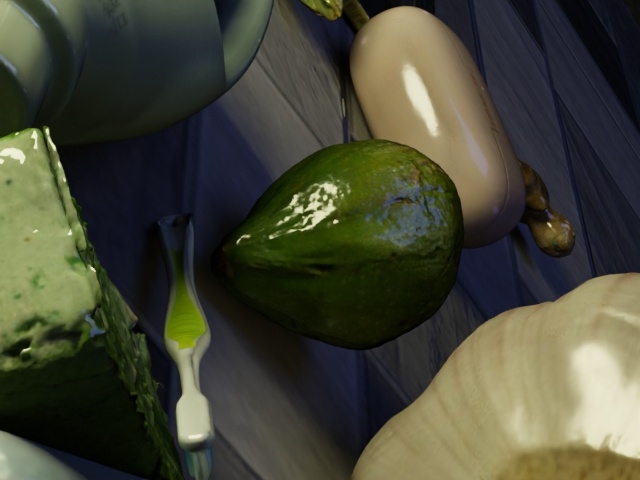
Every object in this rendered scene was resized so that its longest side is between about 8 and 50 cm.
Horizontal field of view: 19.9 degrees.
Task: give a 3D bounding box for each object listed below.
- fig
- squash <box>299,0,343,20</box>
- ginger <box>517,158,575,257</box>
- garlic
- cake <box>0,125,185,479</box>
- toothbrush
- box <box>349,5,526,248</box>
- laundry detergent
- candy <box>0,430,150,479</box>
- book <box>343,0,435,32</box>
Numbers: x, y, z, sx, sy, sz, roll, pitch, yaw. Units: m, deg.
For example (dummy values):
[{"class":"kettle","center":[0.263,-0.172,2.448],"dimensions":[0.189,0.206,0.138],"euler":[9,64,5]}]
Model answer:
[{"class":"fig","center":[0.000,0.000,1.033],"dimensions":[0.156,0.123,0.123],"euler":[6,54,-37]},{"class":"squash","center":[-0.031,-0.305,1.370],"dimensions":[0.137,0.137,0.287],"euler":[27,61,-61]},{"class":"ginger","center":[0.159,-0.071,1.664],"dimensions":[0.193,0.052,0.176],"euler":[59,16,15]},{"class":"garlic","center":[0.186,0.163,0.991],"dimensions":[0.317,0.317,0.259],"euler":[65,15,5]},{"class":"cake","center":[-0.118,0.059,0.748],"dimensions":[0.235,0.099,0.100],"euler":[75,-3,-64]},{"class":"toothbrush","center":[-0.064,0.036,0.857],"dimensions":[0.263,0.022,0.026],"euler":[-105,-172,-65]},{"class":"box","center":[0.092,-0.089,1.436],"dimensions":[0.146,0.088,0.200],"euler":[20,45,-63]},{"class":"laundry detergent","center":[-0.120,-0.146,0.884],"dimensions":[0.264,0.125,0.398],"euler":[55,21,-26]},{"class":"candy","center":[-0.074,0.147,0.673],"dimensions":[0.174,0.071,0.138],"euler":[33,40,-58]},{"class":"book","center":[0.000,-0.305,1.590],"dimensions":[0.374,0.028,0.262],"euler":[54,22,-26]}]
